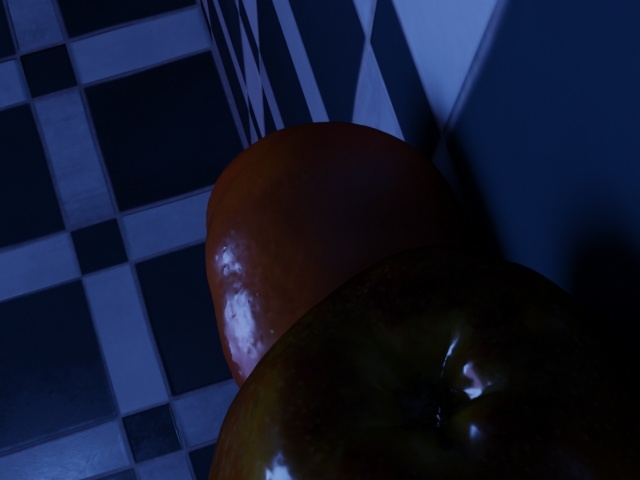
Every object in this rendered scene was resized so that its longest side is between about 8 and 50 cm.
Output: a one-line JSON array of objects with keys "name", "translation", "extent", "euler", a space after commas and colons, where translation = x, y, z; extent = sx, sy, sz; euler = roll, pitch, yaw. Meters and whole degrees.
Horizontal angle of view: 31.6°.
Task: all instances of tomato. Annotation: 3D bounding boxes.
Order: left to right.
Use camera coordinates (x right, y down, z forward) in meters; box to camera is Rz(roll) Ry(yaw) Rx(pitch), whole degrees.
[{"name": "tomato", "translation": [0.021, 0.043, 0.780], "extent": [0.260, 0.180, 0.260], "euler": [165, 90, -86]}]

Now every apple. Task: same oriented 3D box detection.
[{"name": "apple", "translation": [0.052, 0.113, 0.516], "extent": [0.230, 0.230, 0.230], "euler": [163, 90, -84]}]
